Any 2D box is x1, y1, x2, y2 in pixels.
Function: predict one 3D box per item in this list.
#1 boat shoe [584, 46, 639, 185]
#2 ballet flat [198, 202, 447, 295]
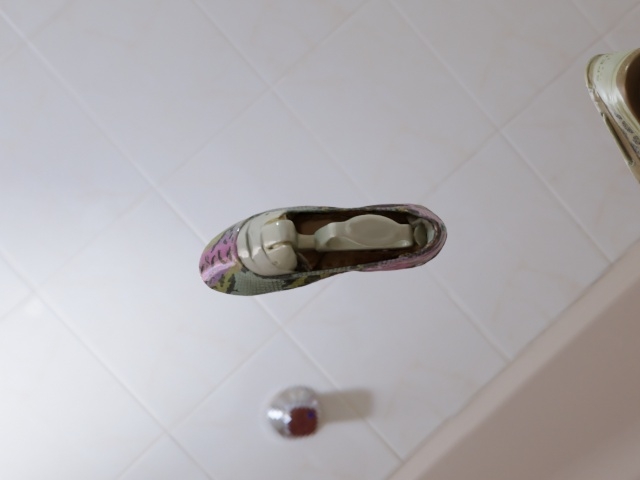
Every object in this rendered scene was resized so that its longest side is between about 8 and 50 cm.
[{"bbox_3d":[0.365,-0.076,1.003,0.105,0.285,0.089,-40,20,-10],"label":"boat shoe"},{"bbox_3d":[0.000,0.000,0.872,0.222,0.076,0.079,-7,-12,1],"label":"ballet flat"}]
